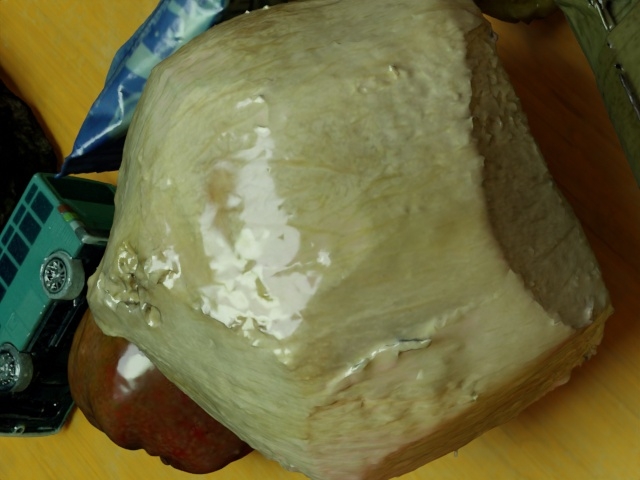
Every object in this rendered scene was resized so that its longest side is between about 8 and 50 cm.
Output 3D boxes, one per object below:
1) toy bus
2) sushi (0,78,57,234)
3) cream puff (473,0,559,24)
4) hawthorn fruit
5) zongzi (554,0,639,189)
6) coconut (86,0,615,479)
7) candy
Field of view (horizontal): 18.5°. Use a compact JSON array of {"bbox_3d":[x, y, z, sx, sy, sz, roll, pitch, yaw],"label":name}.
[{"bbox_3d":[-0.280,0.067,2.009,0.147,0.128,0.256,49,116,35],"label":"toy bus"},{"bbox_3d":[-0.425,-0.104,2.122,0.211,0.171,0.350,-44,61,30],"label":"sushi"},{"bbox_3d":[0.143,-0.241,1.635,0.121,0.156,0.156,-33,66,42],"label":"cream puff"},{"bbox_3d":[-0.113,0.088,1.823,0.208,0.208,0.248,28,90,40],"label":"hawthorn fruit"},{"bbox_3d":[0.428,-0.085,1.303,0.467,0.218,0.500,-34,66,36],"label":"zongzi"},{"bbox_3d":[0.000,0.000,1.536,0.404,0.404,0.404,-3,85,42],"label":"coconut"},{"bbox_3d":[-0.122,-0.181,1.844,0.077,0.187,0.331,50,118,18],"label":"candy"}]
